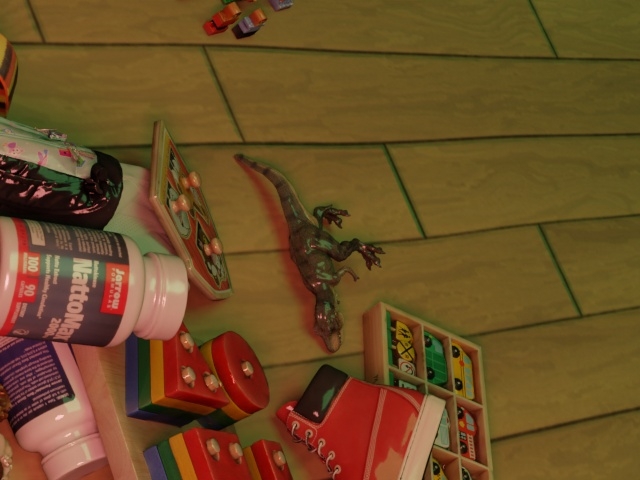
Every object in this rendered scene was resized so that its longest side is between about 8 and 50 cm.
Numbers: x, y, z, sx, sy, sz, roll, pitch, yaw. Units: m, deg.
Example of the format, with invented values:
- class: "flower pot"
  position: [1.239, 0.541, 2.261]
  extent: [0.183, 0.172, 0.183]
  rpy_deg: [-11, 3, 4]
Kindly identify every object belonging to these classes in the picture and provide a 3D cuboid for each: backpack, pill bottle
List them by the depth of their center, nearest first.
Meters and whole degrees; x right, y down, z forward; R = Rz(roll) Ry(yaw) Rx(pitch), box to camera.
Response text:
- class: "pill bottle"
  position: [-0.218, 0.041, 1.567]
  extent: [0.180, 0.108, 0.108]
  rpy_deg: [8, 55, -26]
- class: "backpack"
  position: [-0.294, -0.045, 1.626]
  extent: [0.182, 0.152, 0.115]
  rpy_deg: [19, 23, -21]
- class: "pill bottle"
  position: [-0.261, 0.145, 1.653]
  extent: [0.094, 0.094, 0.169]
  rpy_deg: [-11, 69, -48]

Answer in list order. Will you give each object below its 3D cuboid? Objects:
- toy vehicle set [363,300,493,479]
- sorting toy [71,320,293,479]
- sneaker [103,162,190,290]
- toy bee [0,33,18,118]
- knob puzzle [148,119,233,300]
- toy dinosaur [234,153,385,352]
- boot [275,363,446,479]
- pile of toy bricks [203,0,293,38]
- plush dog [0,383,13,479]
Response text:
- class: "toy vehicle set"
  position: [0.128, 0.216, 2.032]
  extent: [0.166, 0.035, 0.267]
  rpy_deg: [24, 47, -31]
- class: "sorting toy"
  position: [-0.116, 0.187, 1.695]
  extent: [0.257, 0.089, 0.255]
  rpy_deg: [25, 41, -64]
- class: "sneaker"
  position: [-0.254, 0.000, 1.762]
  extent: [0.292, 0.108, 0.169]
  rpy_deg: [6, 54, -44]
- class: "toy bee"
  position: [-0.417, -0.223, 1.727]
  extent: [0.298, 0.162, 0.195]
  rpy_deg: [11, 56, -40]
- class: "knob puzzle"
  position: [-0.132, -0.017, 1.888]
  extent: [0.213, 0.030, 0.213]
  rpy_deg: [-21, 90, -81]
- class: "toy dinosaur"
  position: [0.000, 0.000, 2.054]
  extent: [0.118, 0.064, 0.268]
  rpy_deg: [-8, 64, -40]
- class: "boot"
  position: [0.020, 0.262, 1.868]
  extent: [0.176, 0.088, 0.244]
  rpy_deg: [16, 69, 6]
- class: "pile of toy bricks"
  position: [-0.077, -0.339, 2.193]
  extent: [0.212, 0.105, 0.118]
  rpy_deg: [-23, 79, -50]
- class: "plush dog"
  position: [-0.383, 0.104, 1.533]
  extent: [0.225, 0.211, 0.262]
  rpy_deg: [-62, 136, -64]
